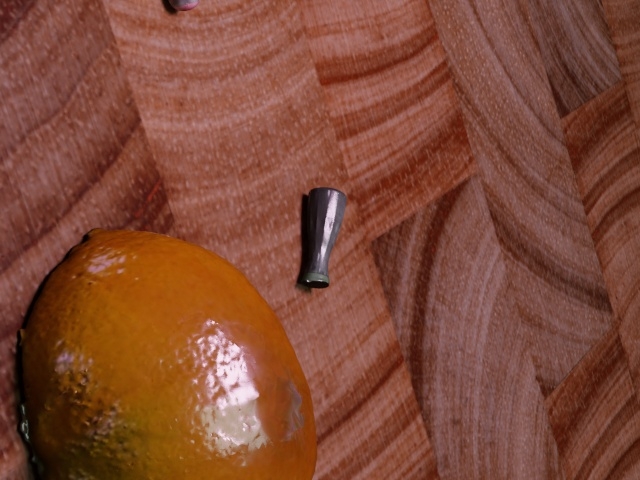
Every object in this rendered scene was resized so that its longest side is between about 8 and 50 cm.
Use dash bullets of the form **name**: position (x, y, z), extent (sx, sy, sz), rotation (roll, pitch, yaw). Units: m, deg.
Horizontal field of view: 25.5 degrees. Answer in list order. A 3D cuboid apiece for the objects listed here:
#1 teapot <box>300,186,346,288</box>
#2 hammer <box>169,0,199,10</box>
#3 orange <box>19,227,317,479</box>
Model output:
- **teapot**: position (0.000, 0.000, 1.505), extent (0.043, 0.043, 0.110), rotation (37, 55, -47)
- **hammer**: position (-0.129, -0.256, 1.397), extent (0.083, 0.031, 0.052), rotation (-41, 118, -66)
- **orange**: position (-0.128, 0.162, 1.204), extent (0.274, 0.274, 0.310), rotation (-4, 114, -58)
